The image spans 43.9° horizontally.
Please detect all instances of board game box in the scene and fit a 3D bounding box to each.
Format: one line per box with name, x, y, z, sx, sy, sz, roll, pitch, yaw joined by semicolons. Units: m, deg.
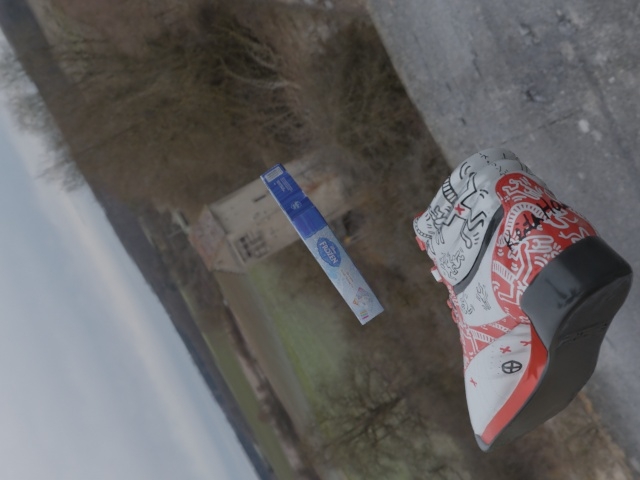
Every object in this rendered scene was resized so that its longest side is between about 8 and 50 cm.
board game box;0.000;0.000;0.524;0.090;0.020;0.090;56;179;-28

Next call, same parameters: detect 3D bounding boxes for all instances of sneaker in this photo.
sneaker;0.135;0.049;0.602;0.145;0.090;0.270;55;162;31
